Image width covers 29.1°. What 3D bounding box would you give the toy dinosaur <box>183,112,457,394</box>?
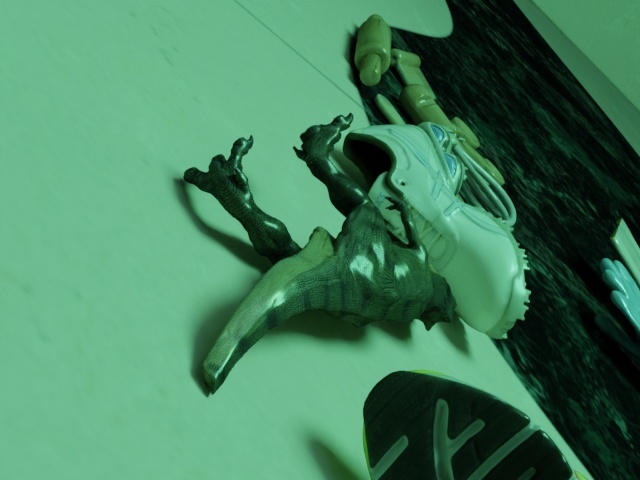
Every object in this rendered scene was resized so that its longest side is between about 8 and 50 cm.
[{"bbox_3d":[0.000,0.000,0.616,0.118,0.064,0.268,61,25,12],"label":"toy dinosaur"}]

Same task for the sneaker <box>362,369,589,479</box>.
[{"bbox_3d":[0.093,0.132,0.564,0.208,0.081,0.094,45,4,-13],"label":"sneaker"}]

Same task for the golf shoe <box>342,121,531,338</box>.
[{"bbox_3d":[0.067,-0.008,0.790,0.086,0.069,0.176,6,40,-34],"label":"golf shoe"}]

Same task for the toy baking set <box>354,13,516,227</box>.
[{"bbox_3d":[0.099,-0.103,1.049,0.197,0.030,0.256,45,20,-11],"label":"toy baking set"}]

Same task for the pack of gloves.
[{"bbox_3d":[0.303,0.107,1.107,0.232,0.046,0.195,60,20,-2],"label":"pack of gloves"}]
